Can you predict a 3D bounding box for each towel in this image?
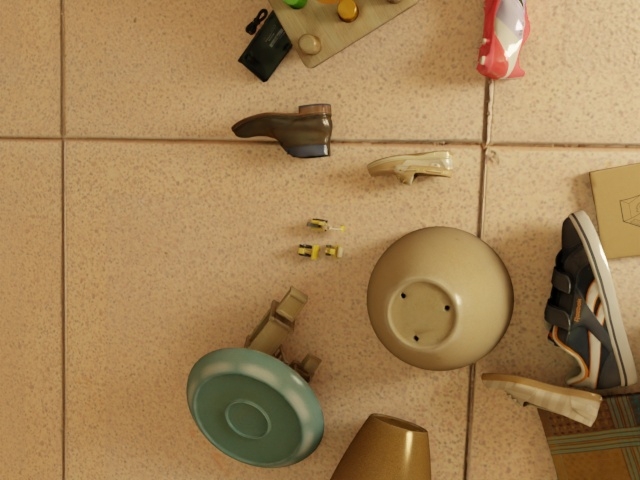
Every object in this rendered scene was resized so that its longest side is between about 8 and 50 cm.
[{"bbox_3d":[0.565,0.454,1.155,0.271,0.040,0.370,-17,88,34],"label":"towel"}]

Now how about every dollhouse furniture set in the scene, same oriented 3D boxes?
[{"bbox_3d":[-0.046,0.197,1.374,0.161,0.101,0.182,34,106,-11],"label":"dollhouse furniture set"}]

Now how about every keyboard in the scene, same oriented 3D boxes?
[{"bbox_3d":[-0.102,-0.433,1.359,0.108,0.023,0.180,41,106,6],"label":"keyboard"}]

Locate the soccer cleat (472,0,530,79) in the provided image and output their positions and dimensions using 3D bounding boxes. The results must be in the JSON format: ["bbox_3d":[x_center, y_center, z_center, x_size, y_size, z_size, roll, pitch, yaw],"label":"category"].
[{"bbox_3d":[0.343,-0.415,1.178,0.095,0.083,0.248,9,93,-11],"label":"soccer cleat"}]

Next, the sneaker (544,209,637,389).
[{"bbox_3d":[0.454,0.114,1.148,0.128,0.126,0.321,-15,91,15],"label":"sneaker"}]

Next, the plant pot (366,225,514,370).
[{"bbox_3d":[0.207,0.121,1.205,0.284,0.191,0.284,2,96,19],"label":"plant pot"}]

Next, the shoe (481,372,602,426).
[{"bbox_3d":[0.395,0.285,1.187,0.219,0.076,0.058,7,79,38],"label":"shoe"}]

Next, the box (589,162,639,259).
[{"bbox_3d":[0.590,-0.061,1.140,0.201,0.021,0.164,-10,91,21],"label":"box"}]

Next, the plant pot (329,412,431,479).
[{"bbox_3d":[0.122,0.479,1.264,0.237,0.237,0.254,15,86,18],"label":"plant pot"}]

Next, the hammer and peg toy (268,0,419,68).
[{"bbox_3d":[-0.001,-0.547,1.222,0.266,0.127,0.361,-27,95,16],"label":"hammer and peg toy"}]

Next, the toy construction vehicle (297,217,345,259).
[{"bbox_3d":[0.000,0.000,1.351,0.098,0.035,0.085,11,98,19],"label":"toy construction vehicle"}]

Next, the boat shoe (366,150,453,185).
[{"bbox_3d":[0.174,-0.136,1.261,0.170,0.063,0.059,-6,87,20],"label":"boat shoe"}]

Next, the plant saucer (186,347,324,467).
[{"bbox_3d":[-0.148,0.368,1.373,0.318,0.043,0.317,8,118,15],"label":"plant saucer"}]

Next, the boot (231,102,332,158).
[{"bbox_3d":[-0.078,-0.211,1.337,0.219,0.082,0.106,-8,89,18],"label":"boot"}]
